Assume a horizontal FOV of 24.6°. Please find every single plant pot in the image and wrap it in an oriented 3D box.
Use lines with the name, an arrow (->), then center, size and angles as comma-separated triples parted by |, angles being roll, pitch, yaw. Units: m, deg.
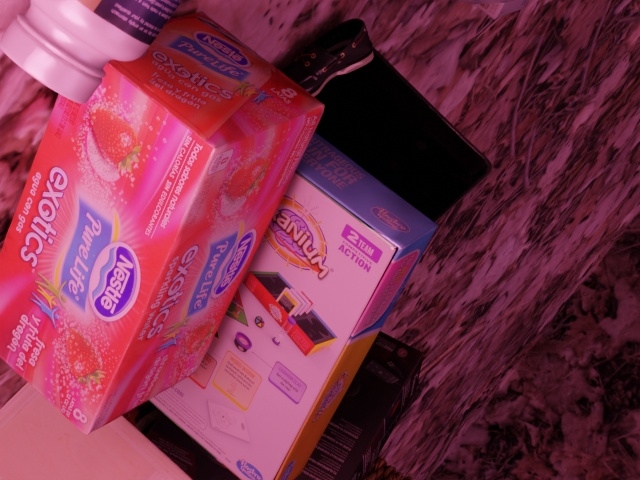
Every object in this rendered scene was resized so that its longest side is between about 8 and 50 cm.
plant pot -> 0.023, -0.051, 1.464 | 0.188, 0.187, 0.167 | -41, 173, -27

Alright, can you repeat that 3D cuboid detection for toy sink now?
toy sink -> -0.203, 0.251, 1.392 | 0.131, 0.234, 0.153 | -46, 162, -16

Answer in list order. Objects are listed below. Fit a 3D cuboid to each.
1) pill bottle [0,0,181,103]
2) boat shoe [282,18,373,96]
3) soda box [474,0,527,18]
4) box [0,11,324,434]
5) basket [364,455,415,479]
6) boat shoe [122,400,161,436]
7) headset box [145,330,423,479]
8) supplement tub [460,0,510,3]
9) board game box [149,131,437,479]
pill bottle -> -0.133, -0.176, 0.954 | 0.169, 0.094, 0.094 | -54, 162, 8
boat shoe -> -0.007, -0.164, 1.370 | 0.133, 0.049, 0.042 | -34, 129, -25
soda box -> 0.212, -0.338, 1.502 | 0.069, 0.074, 0.216 | -27, 150, -51
box -> -0.141, -0.014, 1.174 | 0.154, 0.142, 0.300 | -27, 150, -53
basket -> -0.054, 0.387, 2.036 | 0.299, 0.223, 0.213 | -24, 148, -56
boat shoe -> -0.195, 0.205, 1.631 | 0.049, 0.043, 0.137 | -54, 163, 2
headset box -> -0.050, 0.211, 1.617 | 0.293, 0.218, 0.110 | -56, 165, -26
supplement tub -> 0.092, -0.302, 1.069 | 0.207, 0.207, 0.338 | -54, 163, 10
board game box -> -0.065, 0.044, 1.310 | 0.064, 0.242, 0.316 | -30, 153, -51
